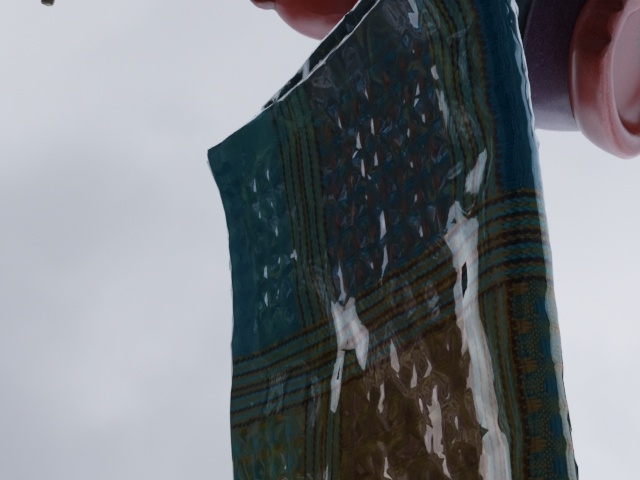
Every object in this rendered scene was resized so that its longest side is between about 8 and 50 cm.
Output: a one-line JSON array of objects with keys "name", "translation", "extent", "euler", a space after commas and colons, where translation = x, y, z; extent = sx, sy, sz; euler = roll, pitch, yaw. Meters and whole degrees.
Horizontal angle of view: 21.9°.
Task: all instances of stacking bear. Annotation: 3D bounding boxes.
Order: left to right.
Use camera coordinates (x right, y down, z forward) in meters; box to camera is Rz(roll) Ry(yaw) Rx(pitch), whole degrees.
[{"name": "stacking bear", "translation": [0.091, -0.165, 1.090], "extent": [0.289, 0.164, 0.175], "euler": [19, -123, 26]}]

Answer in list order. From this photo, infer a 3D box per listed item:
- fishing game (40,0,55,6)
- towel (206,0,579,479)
[{"name": "fishing game", "translation": [-0.221, -0.227, 0.773], "extent": [0.041, 0.264, 0.189], "euler": [3, -100, 61]}, {"name": "towel", "translation": [0.021, 0.073, 0.727], "extent": [0.271, 0.040, 0.370], "euler": [-38, -129, 56]}]
